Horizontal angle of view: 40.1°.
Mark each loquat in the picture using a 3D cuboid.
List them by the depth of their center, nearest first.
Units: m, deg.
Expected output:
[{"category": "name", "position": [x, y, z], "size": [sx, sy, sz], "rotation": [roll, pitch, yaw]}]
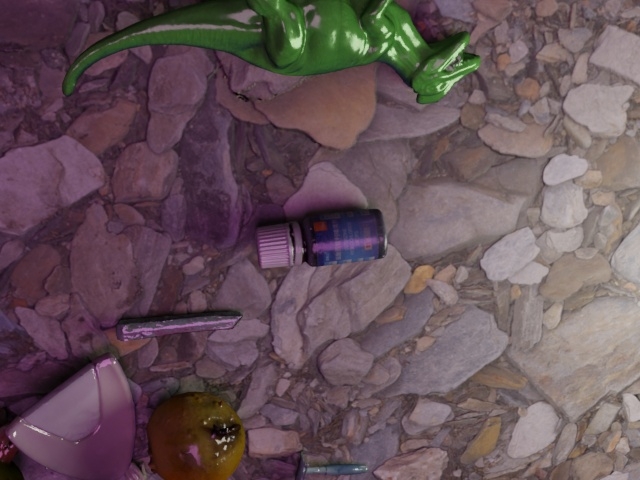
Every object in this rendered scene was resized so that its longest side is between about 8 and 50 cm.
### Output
[{"category": "loquat", "position": [-0.220, 0.345, 1.490], "size": [0.205, 0.149, 0.172], "rotation": [-33, 120, 25]}]

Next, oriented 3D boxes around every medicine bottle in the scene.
[{"category": "medicine bottle", "position": [0.000, 0.000, 1.382], "size": [0.203, 0.083, 0.083], "rotation": [-7, 118, -4]}]

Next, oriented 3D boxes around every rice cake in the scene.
[{"category": "rice cake", "position": [-0.231, 0.139, 1.445], "size": [0.208, 0.033, 0.033], "rotation": [-5, 108, -8]}]

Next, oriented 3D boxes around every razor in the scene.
[{"category": "razor", "position": [0.022, 0.428, 1.637], "size": [0.135, 0.040, 0.068], "rotation": [3, 117, -18]}]

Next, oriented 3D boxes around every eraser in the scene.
[{"category": "eraser", "position": [-0.394, 0.323, 1.484], "size": [0.204, 0.059, 0.243], "rotation": [-37, 135, -20]}]

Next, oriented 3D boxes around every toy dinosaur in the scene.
[{"category": "toy dinosaur", "position": [-0.060, -0.249, 1.244], "size": [0.500, 0.144, 0.374], "rotation": [-32, 129, 11]}]

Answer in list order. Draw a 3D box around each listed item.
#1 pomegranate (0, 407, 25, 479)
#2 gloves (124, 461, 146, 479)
[{"category": "pomegranate", "position": [-0.562, 0.391, 1.454], "size": [0.181, 0.181, 0.224], "rotation": [36, 87, -23]}, {"category": "gloves", "position": [-0.330, 0.430, 1.581], "size": [0.044, 0.037, 0.080], "rotation": [-39, 116, -29]}]
